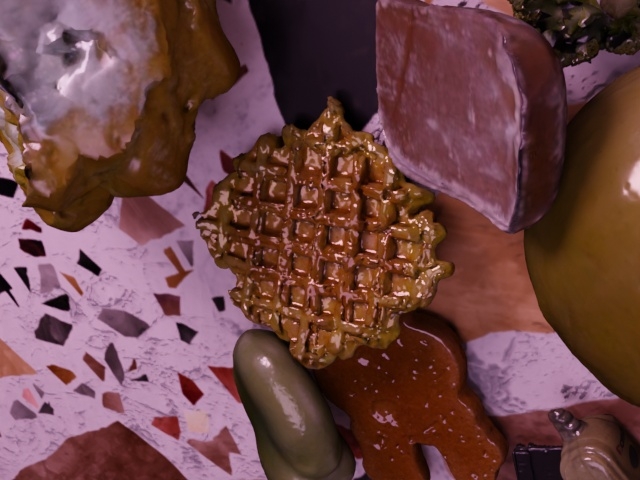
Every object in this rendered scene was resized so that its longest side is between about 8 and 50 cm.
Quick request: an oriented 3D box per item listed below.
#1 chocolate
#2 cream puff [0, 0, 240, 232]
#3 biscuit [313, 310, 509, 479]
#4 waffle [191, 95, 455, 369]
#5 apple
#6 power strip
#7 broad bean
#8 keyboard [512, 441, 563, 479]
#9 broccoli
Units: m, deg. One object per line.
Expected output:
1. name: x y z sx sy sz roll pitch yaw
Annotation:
1. chocolate: 0.129 -0.116 0.700 0.080 0.254 0.157 -10 113 -18
2. cream puff: -0.224 -0.193 0.812 0.274 0.270 0.323 -28 106 -3
3. biscuit: 0.086 0.156 0.948 0.186 0.044 0.295 -16 107 26
4. waffle: 0.001 0.000 0.869 0.245 0.052 0.254 -41 81 23
5. apple: 0.303 0.013 0.666 0.295 0.233 0.258 43 120 -1
6. power strip: 0.368 0.310 0.878 0.387 0.092 0.066 47 123 -5
7. broad bean: -0.034 0.198 0.971 0.169 0.100 0.228 42 149 46
8. keyboard: 0.271 0.325 0.971 0.072 0.023 0.231 -7 113 18
9. broccoli: 0.206 -0.199 0.668 0.130 0.120 0.131 -4 113 -10
